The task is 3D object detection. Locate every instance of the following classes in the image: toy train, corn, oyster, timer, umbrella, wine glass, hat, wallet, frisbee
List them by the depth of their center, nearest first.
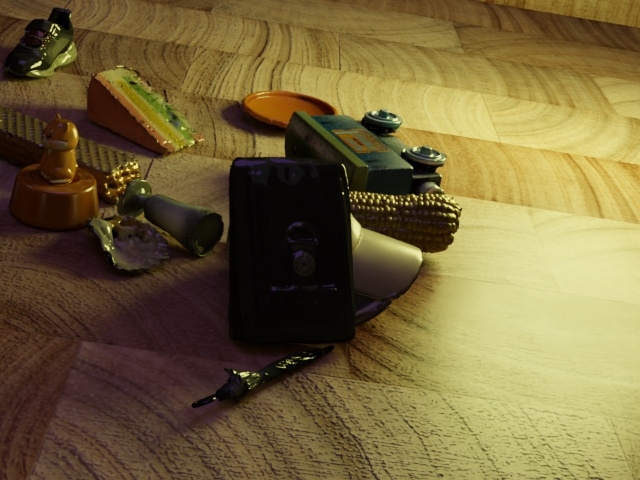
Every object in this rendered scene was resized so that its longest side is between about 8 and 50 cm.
[{"bbox_3d":[-0.071,0.160,1.366,0.044,0.044,0.269,-19,-2,35],"label":"umbrella"},{"bbox_3d":[-0.038,0.011,1.464,0.168,0.245,0.052,0,-9,-15],"label":"wallet"},{"bbox_3d":[0.008,0.004,1.581,0.275,0.161,0.232,13,29,-3],"label":"hat"},{"bbox_3d":[-0.280,0.001,1.599,0.146,0.045,0.122,20,22,3],"label":"oyster"},{"bbox_3d":[-0.386,-0.110,1.665,0.132,0.152,0.132,8,25,-4],"label":"timer"},{"bbox_3d":[-0.221,-0.035,1.673,0.155,0.072,0.072,24,28,30],"label":"wine glass"},{"bbox_3d":[0.071,-0.031,1.739,0.291,0.101,0.101,4,26,-9],"label":"corn"},{"bbox_3d":[0.077,-0.132,1.916,0.202,0.131,0.300,-4,26,-24],"label":"toy train"},{"bbox_3d":[-0.060,-0.248,2.225,0.192,0.035,0.192,8,25,-4],"label":"frisbee"}]

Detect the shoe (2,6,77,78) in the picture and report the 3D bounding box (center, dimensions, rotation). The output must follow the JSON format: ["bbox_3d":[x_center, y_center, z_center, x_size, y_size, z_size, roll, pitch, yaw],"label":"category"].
[{"bbox_3d":[-0.556,-0.394,2.254,0.099,0.112,0.227,15,24,8],"label":"shoe"}]

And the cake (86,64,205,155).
[{"bbox_3d":[-0.322,-0.213,2.048,0.225,0.090,0.109,42,33,19],"label":"cake"}]

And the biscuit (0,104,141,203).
[{"bbox_3d":[-0.454,-0.150,1.842,0.378,0.054,0.094,22,28,24],"label":"biscuit"}]
